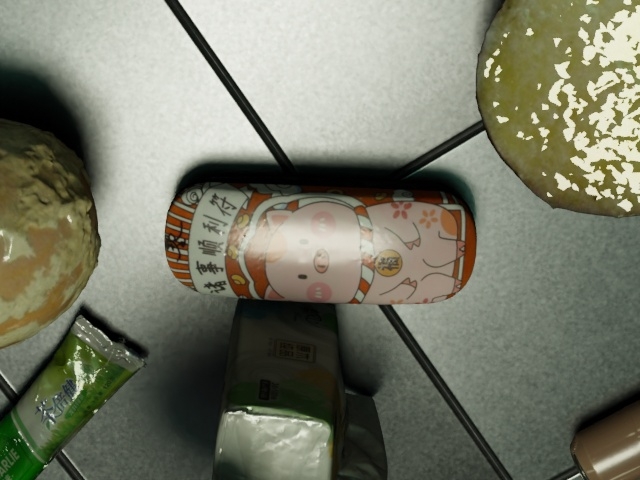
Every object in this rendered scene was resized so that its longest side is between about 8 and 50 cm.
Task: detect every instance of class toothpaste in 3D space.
[{"bbox_3d":[-0.261,0.174,1.686,0.078,0.047,0.248,38,106,-16],"label":"toothpaste"}]

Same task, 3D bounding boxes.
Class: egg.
[{"bbox_3d":[-0.298,0.000,1.530,0.245,0.203,0.203,-19,111,8],"label":"egg"}]

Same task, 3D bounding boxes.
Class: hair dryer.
[{"bbox_3d":[0.316,0.222,1.687,0.117,0.064,0.181,-30,114,14],"label":"hair dryer"}]

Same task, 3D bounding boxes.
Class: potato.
[{"bbox_3d":[0.267,-0.161,1.498,0.299,0.116,0.239,-38,101,27],"label":"potato"}]

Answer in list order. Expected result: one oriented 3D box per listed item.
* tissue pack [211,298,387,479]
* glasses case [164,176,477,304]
[{"bbox_3d":[-0.014,0.164,1.575,0.145,0.229,0.159,6,112,-1],"label":"tissue pack"},{"bbox_3d":[0.000,0.000,1.593,0.267,0.067,0.103,1,111,0],"label":"glasses case"}]
